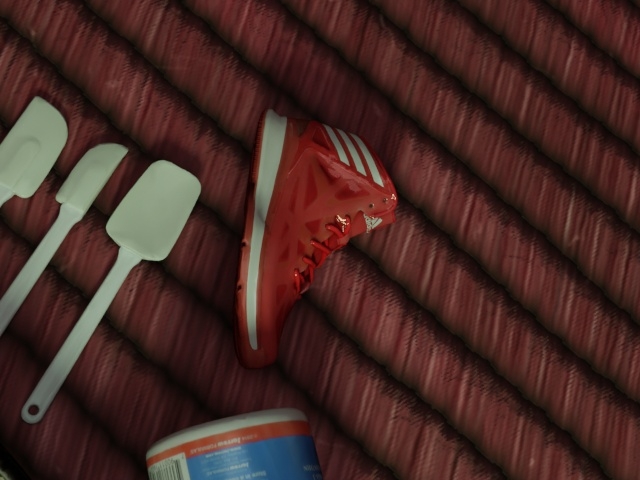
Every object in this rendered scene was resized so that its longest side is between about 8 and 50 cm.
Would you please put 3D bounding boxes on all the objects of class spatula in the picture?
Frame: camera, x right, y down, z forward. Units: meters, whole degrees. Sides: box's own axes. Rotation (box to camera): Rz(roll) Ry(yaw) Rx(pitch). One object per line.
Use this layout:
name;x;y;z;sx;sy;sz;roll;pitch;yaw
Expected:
spatula;-0.220;0.014;0.916;0.168;0.019;0.242;29;69;0

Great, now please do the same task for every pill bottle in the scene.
pill bottle;-0.042;0.240;0.812;0.124;0.124;0.221;-12;75;-13

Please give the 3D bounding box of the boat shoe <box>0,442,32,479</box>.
boat shoe;-0.201;0.264;0.789;0.120;0.122;0.324;-40;73;-14

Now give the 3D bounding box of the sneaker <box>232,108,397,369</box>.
sneaker;0.000;0.000;0.922;0.128;0.087;0.221;7;71;-5
